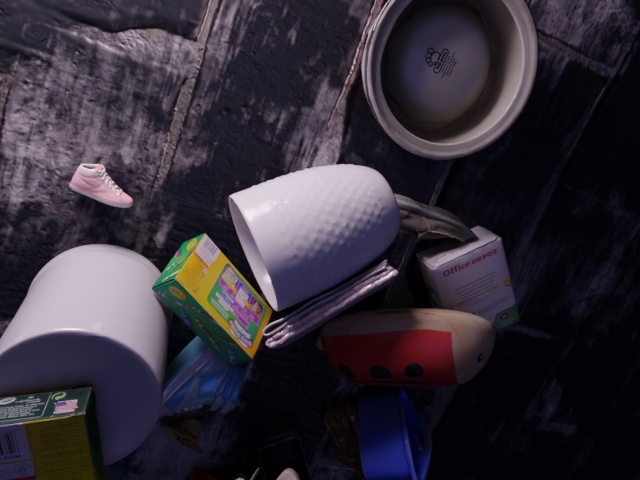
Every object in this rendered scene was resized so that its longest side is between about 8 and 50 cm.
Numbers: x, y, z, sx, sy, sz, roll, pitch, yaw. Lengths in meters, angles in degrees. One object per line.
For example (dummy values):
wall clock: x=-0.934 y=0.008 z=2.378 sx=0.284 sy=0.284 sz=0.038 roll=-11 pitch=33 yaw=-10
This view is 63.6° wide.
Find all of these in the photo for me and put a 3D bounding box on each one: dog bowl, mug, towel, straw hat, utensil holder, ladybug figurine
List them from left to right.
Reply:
utensil holder: x=-0.475 y=0.223 z=1.070 sx=0.328 sy=0.385 sz=0.327 roll=-5 pitch=111 yaw=-14
straw hat: x=-0.352 y=0.504 z=1.376 sx=0.144 sy=0.145 sz=0.061 roll=51 pitch=53 yaw=-24
mug: x=0.000 y=0.000 z=1.203 sx=0.328 sy=0.276 sz=0.374 roll=-22 pitch=143 yaw=-14
towel: x=0.026 y=0.157 z=1.241 sx=0.332 sy=0.317 sz=0.053 roll=-29 pitch=80 yaw=-2
ladybug figurine: x=0.206 y=0.276 z=1.297 sx=0.450 sy=0.161 sz=0.305 roll=-5 pitch=155 yaw=19
dog bowl: x=0.273 y=-0.395 z=1.173 sx=0.409 sy=0.150 sz=0.407 roll=-5 pitch=111 yaw=-13

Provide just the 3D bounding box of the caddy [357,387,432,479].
caddy: x=0.215 y=0.559 z=1.415 sx=0.179 sy=0.341 sz=0.241 roll=-15 pitch=114 yaw=10

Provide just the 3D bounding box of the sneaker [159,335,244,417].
sneaker: x=-0.326 y=0.409 z=1.319 sx=0.319 sy=0.127 sz=0.208 roll=-44 pitch=113 yaw=4

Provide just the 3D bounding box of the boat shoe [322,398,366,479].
boat shoe: x=0.092 y=0.603 z=1.518 sx=0.105 sy=0.110 sz=0.307 roll=-18 pitch=105 yaw=2

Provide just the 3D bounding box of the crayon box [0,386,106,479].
crayon box: x=-0.482 y=0.415 z=0.882 sx=0.203 sy=0.081 sz=0.318 roll=-3 pitch=110 yaw=-13

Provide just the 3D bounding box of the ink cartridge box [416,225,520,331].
ink cartridge box: x=0.405 y=0.128 z=1.414 sx=0.202 sy=0.117 sz=0.278 roll=-24 pitch=114 yaw=-5

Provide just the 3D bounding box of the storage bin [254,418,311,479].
storage bin: x=-0.107 y=0.615 z=1.474 sx=0.122 sy=0.084 sz=0.180 roll=-16 pitch=113 yaw=-9

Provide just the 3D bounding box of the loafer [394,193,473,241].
loafer: x=0.275 y=-0.044 z=1.340 sx=0.251 sy=0.094 sz=0.087 roll=20 pitch=109 yaw=-11

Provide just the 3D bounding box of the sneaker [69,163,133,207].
sneaker: x=-0.469 y=-0.123 z=1.127 sx=0.134 sy=0.051 sz=0.070 roll=22 pitch=108 yaw=-17

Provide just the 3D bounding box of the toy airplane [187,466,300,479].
toy airplane: x=-0.213 y=0.787 z=1.314 sx=0.385 sy=0.385 sz=0.272 roll=-13 pitch=160 yaw=27

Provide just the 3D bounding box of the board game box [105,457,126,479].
board game box: x=-0.593 y=0.505 z=1.271 sx=0.027 sy=0.145 sz=0.281 roll=-36 pitch=114 yaw=3

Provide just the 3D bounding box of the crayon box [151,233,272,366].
crayon box: x=-0.242 y=0.142 z=1.213 sx=0.081 sy=0.165 sz=0.278 roll=-22 pitch=118 yaw=29
